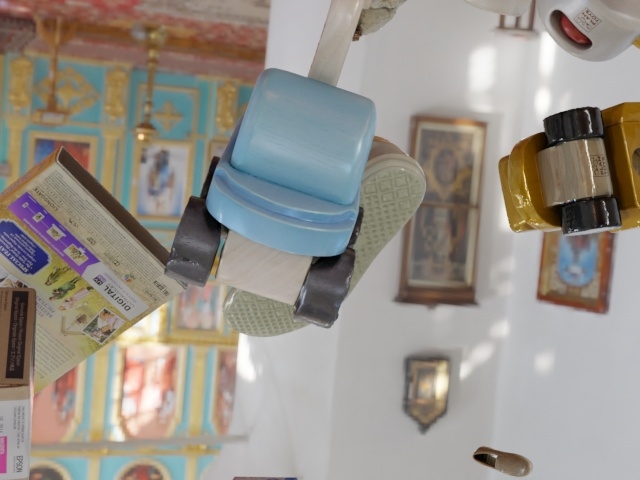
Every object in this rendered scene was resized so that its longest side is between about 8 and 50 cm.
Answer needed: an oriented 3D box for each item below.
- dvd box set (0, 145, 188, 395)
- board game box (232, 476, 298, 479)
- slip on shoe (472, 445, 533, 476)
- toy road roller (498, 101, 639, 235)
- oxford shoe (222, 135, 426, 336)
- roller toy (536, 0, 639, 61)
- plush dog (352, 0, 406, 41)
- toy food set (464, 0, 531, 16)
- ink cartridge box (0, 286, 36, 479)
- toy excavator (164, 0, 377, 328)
[{"bbox_3d":[-0.474,0.080,1.638,0.307,0.420,0.062,47,-164,-26],"label":"dvd box set"},{"bbox_3d":[-0.052,0.315,1.168,0.090,0.090,0.020,-7,-152,30],"label":"board game box"},{"bbox_3d":[0.394,0.481,2.173,0.135,0.051,0.041,16,-168,38],"label":"slip on shoe"},{"bbox_3d":[0.453,-0.108,1.688,0.329,0.202,0.240,-6,174,-31],"label":"toy road roller"},{"bbox_3d":[0.000,0.000,1.612,0.169,0.449,0.130,24,-146,-30],"label":"oxford shoe"},{"bbox_3d":[0.474,-0.408,1.670,0.191,0.209,0.146,0,161,-23],"label":"roller toy"},{"bbox_3d":[0.117,-0.498,1.939,0.210,0.262,0.225,35,140,0],"label":"plush dog"},{"bbox_3d":[0.149,-0.365,0.833,0.092,0.220,0.306,-1,-134,-9],"label":"toy food set"},{"bbox_3d":[-0.456,0.214,1.432,0.088,0.235,0.193,2,-139,-16],"label":"ink cartridge box"},{"bbox_3d":[-0.004,-0.176,1.296,0.222,0.445,0.433,20,-155,-4],"label":"toy excavator"}]
